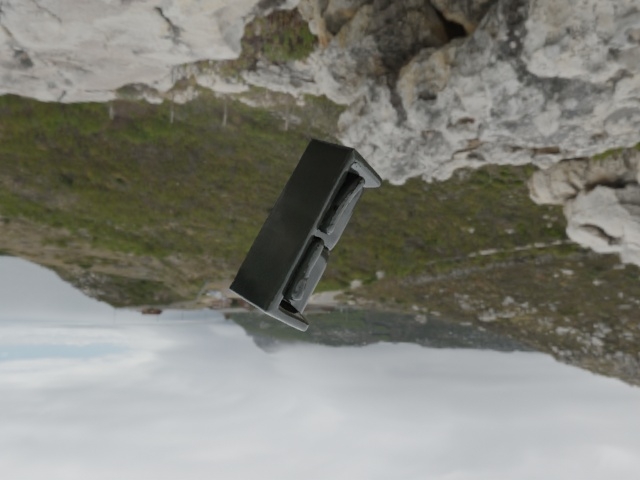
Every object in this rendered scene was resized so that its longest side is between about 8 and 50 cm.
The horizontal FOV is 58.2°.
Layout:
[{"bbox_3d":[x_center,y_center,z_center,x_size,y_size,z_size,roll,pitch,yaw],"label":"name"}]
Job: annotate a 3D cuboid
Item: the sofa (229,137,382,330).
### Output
[{"bbox_3d":[0.000,0.000,0.479,0.060,0.147,0.085,23,171,34],"label":"sofa"}]
